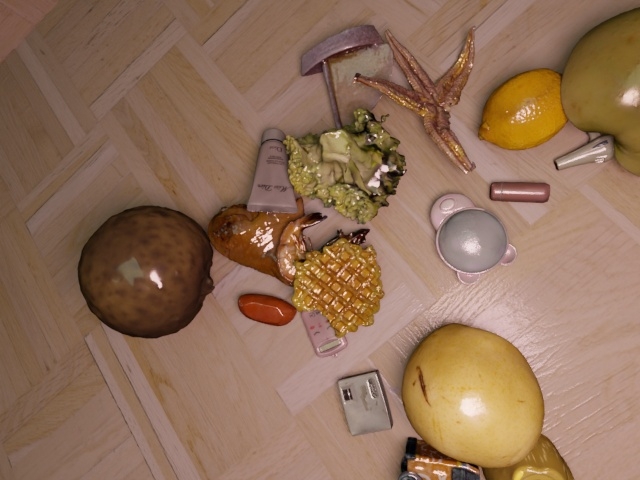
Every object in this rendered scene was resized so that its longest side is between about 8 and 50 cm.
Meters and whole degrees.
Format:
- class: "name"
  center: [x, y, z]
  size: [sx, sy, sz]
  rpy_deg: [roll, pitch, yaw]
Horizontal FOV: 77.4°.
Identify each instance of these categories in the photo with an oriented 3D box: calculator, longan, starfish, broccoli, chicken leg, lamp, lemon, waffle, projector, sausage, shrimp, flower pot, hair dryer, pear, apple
- class: "calculator"
  center: [0.011, 0.258, 1.164]
  size: [0.100, 0.032, 0.174]
  rpy_deg: [-26, 75, 11]
- class: "longan"
  center: [-0.496, 0.090, 1.178]
  size: [0.392, 0.391, 0.390]
  rpy_deg: [-3, 80, 17]
- class: "starfish"
  center: [0.301, -0.419, 1.101]
  size: [0.384, 0.132, 0.397]
  rpy_deg: [30, 73, -5]
- class: "broccoli"
  center: [0.063, -0.231, 1.094]
  size: [0.348, 0.281, 0.293]
  rpy_deg: [27, 91, 5]
- class: "chicken leg"
  center: [-0.123, 0.006, 1.196]
  size: [0.409, 0.182, 0.295]
  rpy_deg: [43, 79, 11]
- class: "lamp"
  center: [0.386, -0.019, 1.055]
  size: [0.180, 0.108, 0.245]
  rpy_deg: [-30, 73, 6]
- class: "lemon"
  center: [0.524, -0.333, 1.024]
  size: [0.257, 0.188, 0.188]
  rpy_deg: [-33, 73, 17]
- class: "waffle"
  center: [0.048, 0.132, 1.095]
  size: [0.292, 0.051, 0.290]
  rpy_deg: [-2, 100, -12]
- class: "projector"
  center: [0.123, 0.438, 1.084]
  size: [0.115, 0.061, 0.147]
  rpy_deg: [-18, 76, 13]
- class: "sausage"
  center: [-0.163, 0.207, 1.201]
  size: [0.180, 0.089, 0.089]
  rpy_deg: [11, 84, 9]
- class: "shrimp"
  center: [-0.002, 0.001, 1.140]
  size: [0.289, 0.075, 0.178]
  rpy_deg: [-33, 93, -6]
- class: "flower pot"
  center: [0.475, 0.544, 0.895]
  size: [0.195, 0.179, 0.194]
  rpy_deg: [-3, 79, 15]
- class: "hair dryer"
  center: [0.669, -0.272, 1.045]
  size: [0.167, 0.067, 0.199]
  rpy_deg: [-32, 62, 16]
- class: "pear"
  center: [0.342, 0.345, 0.914]
  size: [0.310, 0.309, 0.308]
  rpy_deg: [-3, 80, 17]
- class: "apple"
  center: [0.763, -0.363, 0.926]
  size: [0.312, 0.320, 0.360]
  rpy_deg: [30, 82, 39]

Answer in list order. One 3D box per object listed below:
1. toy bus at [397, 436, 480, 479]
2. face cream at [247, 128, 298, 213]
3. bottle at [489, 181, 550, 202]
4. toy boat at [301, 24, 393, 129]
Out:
- class: "toy bus"
  center: [0.281, 0.666, 0.946]
  size: [0.194, 0.162, 0.323]
  rpy_deg: [0, 79, 15]
- class: "face cream"
  center: [-0.143, -0.206, 1.210]
  size: [0.143, 0.089, 0.314]
  rpy_deg: [3, 57, -10]
- class: "bottle"
  center: [0.525, -0.128, 1.058]
  size: [0.140, 0.053, 0.053]
  rpy_deg: [5, 82, 17]
- class: "toy boat"
  center: [0.102, -0.518, 1.239]
  size: [0.276, 0.111, 0.293]
  rpy_deg: [-33, 84, 13]
